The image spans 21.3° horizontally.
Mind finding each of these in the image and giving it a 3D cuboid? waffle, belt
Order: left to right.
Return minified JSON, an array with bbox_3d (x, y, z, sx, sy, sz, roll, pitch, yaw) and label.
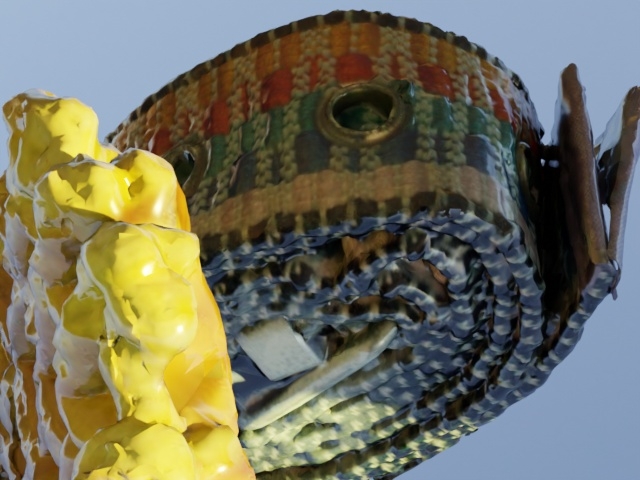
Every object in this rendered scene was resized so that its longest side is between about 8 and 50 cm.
[{"bbox_3d":[-0.079,0.108,0.616,0.068,0.325,0.302,-4,-179,-19],"label":"waffle"},{"bbox_3d":[0.000,0.000,0.841,0.295,0.207,0.160,-39,-146,39],"label":"belt"}]
